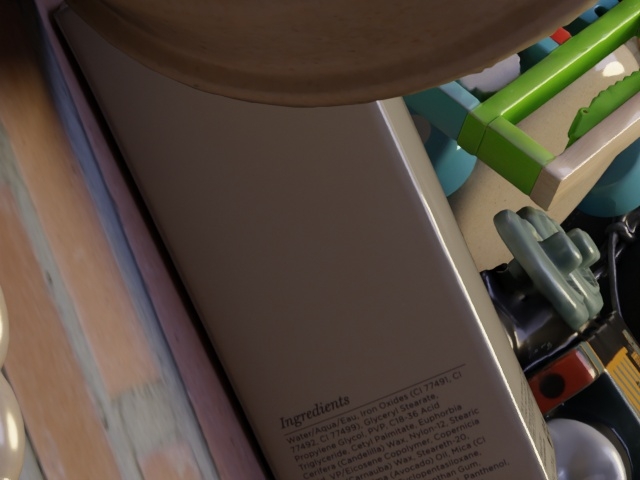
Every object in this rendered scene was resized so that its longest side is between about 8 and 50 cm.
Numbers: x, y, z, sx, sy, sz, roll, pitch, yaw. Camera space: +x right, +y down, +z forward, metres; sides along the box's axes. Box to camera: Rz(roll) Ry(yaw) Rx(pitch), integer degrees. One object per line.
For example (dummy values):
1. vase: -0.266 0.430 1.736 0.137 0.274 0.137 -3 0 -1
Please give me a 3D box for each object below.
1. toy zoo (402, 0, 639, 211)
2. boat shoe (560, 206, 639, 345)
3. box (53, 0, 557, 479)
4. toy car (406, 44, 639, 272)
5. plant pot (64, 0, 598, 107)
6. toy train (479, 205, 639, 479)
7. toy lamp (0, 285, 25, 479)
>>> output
1. toy zoo: 0.085 -0.156 1.201 0.293 0.192 0.030 39 -40 19
2. boat shoe: 0.246 0.030 1.463 0.156 0.187 0.500 51 -13 -21
3. box: 0.000 0.000 0.820 0.094 0.113 0.275 -68 136 -75
4. toy car: 0.089 -0.101 1.389 0.238 0.210 0.219 40 -6 38
5. plant pot: -0.056 -0.233 0.581 0.305 0.334 0.334 17 51 -61
6. toy train: 0.132 0.087 1.129 0.190 0.142 0.334 55 10 6
7. toy lamp: -0.088 0.001 0.421 0.080 0.080 0.275 42 33 -66
